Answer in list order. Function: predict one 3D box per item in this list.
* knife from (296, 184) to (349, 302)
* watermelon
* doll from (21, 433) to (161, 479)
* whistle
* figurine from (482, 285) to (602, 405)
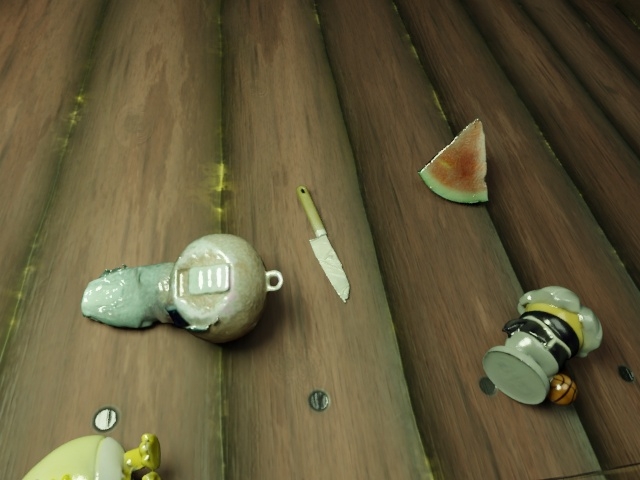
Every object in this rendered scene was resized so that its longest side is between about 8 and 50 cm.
[{"bbox_3d":[-0.001,0.001,0.906,0.047,0.017,0.298,-14,64,-21],"label":"knife"},{"bbox_3d":[0.337,-0.206,1.066,0.207,0.203,0.136,1,16,-17],"label":"watermelon"},{"bbox_3d":[-0.348,0.330,0.516,0.295,0.117,0.142,-8,55,-20],"label":"doll"},{"bbox_3d":[-0.228,0.088,0.722,0.346,0.189,0.189,-6,54,8],"label":"whistle"},{"bbox_3d":[0.437,0.197,0.810,0.236,0.133,0.176,-36,79,-30],"label":"figurine"}]
